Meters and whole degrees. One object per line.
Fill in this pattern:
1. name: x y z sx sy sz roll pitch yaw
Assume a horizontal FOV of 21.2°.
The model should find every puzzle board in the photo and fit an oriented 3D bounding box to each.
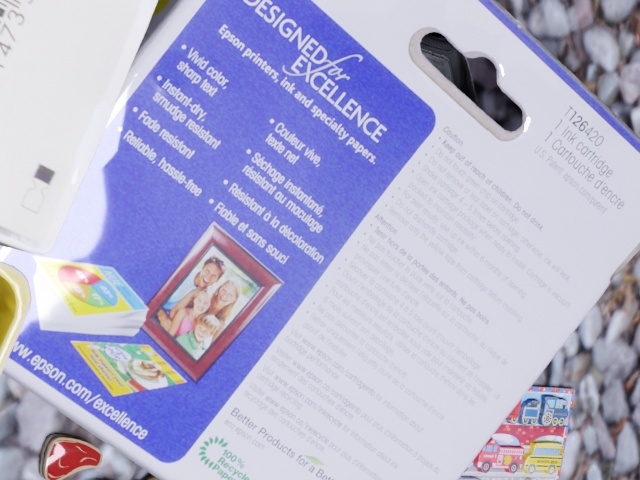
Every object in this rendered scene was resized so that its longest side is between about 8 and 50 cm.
1. puzzle board: 0.117 0.143 1.133 0.128 0.011 0.096 7 94 -38

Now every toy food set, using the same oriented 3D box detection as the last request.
1. toy food set: -0.106 0.119 0.951 0.122 0.019 0.078 -7 102 -29

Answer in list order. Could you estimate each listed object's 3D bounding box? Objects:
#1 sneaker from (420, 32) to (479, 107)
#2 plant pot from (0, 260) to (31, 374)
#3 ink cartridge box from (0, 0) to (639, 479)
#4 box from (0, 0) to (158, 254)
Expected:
1. sneaker: 0.059 -0.069 1.008 0.106 0.078 0.234 -48 121 -19
2. plant pot: -0.272 0.057 0.657 0.212 0.187 0.212 24 88 -32
3. ink cartridge box: 0.000 0.000 0.919 0.304 0.072 0.307 39 85 -25
4. box: -0.198 -0.098 0.652 0.121 0.311 0.148 26 80 -38
